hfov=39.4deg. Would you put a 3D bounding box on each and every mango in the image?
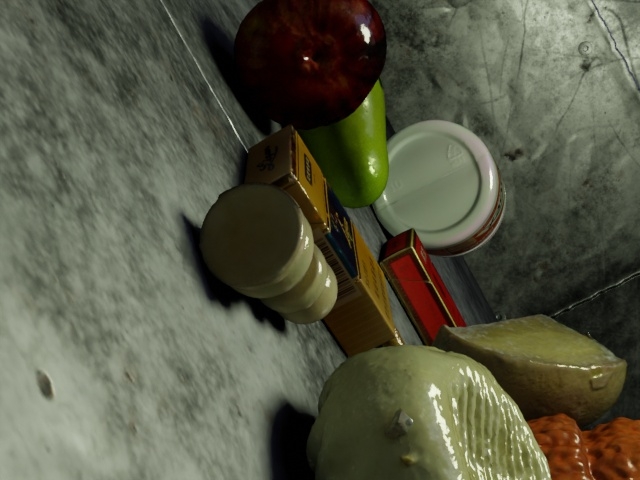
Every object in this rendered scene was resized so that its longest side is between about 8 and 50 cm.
[{"bbox_3d":[0.034,-0.175,1.350,0.175,0.143,0.293,109,-28,-57],"label":"mango"}]

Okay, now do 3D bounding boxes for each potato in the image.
[{"bbox_3d":[0.322,0.248,1.448,0.264,0.211,0.189,-1,27,-31],"label":"potato"}]

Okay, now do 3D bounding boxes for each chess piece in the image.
[{"bbox_3d":[-0.032,0.022,0.803,0.094,0.094,0.170,68,10,26],"label":"chess piece"}]

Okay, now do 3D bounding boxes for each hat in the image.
[{"bbox_3d":[0.429,0.333,1.299,0.285,0.400,0.285,55,11,-16],"label":"hat"}]

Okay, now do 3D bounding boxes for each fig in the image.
[{"bbox_3d":[-0.013,-0.248,1.228,0.186,0.204,0.249,60,2,-5],"label":"fig"}]

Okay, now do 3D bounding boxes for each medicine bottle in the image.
[{"bbox_3d":[0.242,-0.098,1.813,0.252,0.252,0.241,65,12,12],"label":"medicine bottle"}]

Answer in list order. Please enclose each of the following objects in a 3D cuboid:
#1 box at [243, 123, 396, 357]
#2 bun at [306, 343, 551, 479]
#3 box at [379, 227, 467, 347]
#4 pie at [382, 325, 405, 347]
[{"bbox_3d":[-0.001,0.000,1.031,0.237,0.070,0.152,59,12,-24],"label":"box"},{"bbox_3d":[0.090,0.203,0.750,0.259,0.160,0.259,39,35,-35],"label":"bun"},{"bbox_3d":[0.192,0.107,1.583,0.240,0.074,0.153,60,16,-8],"label":"box"},{"bbox_3d":[0.084,0.115,1.211,0.191,0.033,0.088,63,-4,11],"label":"pie"}]
